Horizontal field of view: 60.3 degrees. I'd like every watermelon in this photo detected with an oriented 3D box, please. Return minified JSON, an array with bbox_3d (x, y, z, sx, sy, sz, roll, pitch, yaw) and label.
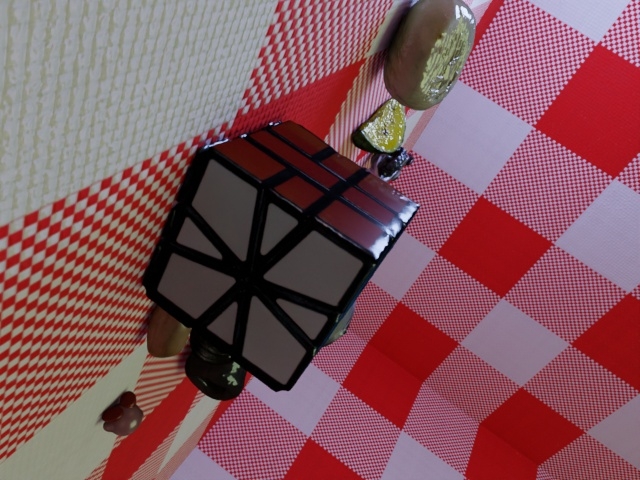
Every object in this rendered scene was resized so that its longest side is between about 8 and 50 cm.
[{"bbox_3d":[0.181,-0.331,1.630,0.301,0.123,0.129,-51,150,-44],"label":"watermelon"}]

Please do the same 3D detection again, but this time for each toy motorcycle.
[{"bbox_3d":[0.246,-0.295,2.074,0.188,0.143,0.327,-48,-170,21],"label":"toy motorcycle"}]

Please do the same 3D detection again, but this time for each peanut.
[{"bbox_3d":[-0.265,0.148,0.980,0.152,0.076,0.076,-63,170,26],"label":"peanut"}]

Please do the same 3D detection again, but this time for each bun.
[{"bbox_3d":[0.241,-0.434,1.266,0.273,0.168,0.272,-47,158,-26],"label":"bun"}]

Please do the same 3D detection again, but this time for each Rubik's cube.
[{"bbox_3d":[-0.055,0.009,0.873,0.288,0.294,0.283,-57,170,29],"label":"Rubik's cube"}]

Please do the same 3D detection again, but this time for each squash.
[{"bbox_3d":[-0.212,0.190,1.222,0.193,0.156,0.193,-39,-160,18],"label":"squash"}]

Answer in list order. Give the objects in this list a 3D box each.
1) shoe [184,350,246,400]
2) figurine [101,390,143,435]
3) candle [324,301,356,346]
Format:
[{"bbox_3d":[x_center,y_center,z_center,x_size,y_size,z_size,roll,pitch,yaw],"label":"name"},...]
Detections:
[{"bbox_3d":[-0.244,0.325,1.521,0.237,0.171,0.384,-60,173,-18],"label":"shoe"},{"bbox_3d":[-0.401,0.363,1.120,0.083,0.067,0.071,-29,137,-38],"label":"figurine"},{"bbox_3d":[-0.031,0.098,1.187,0.221,0.221,0.342,-52,162,-21],"label":"candle"}]
